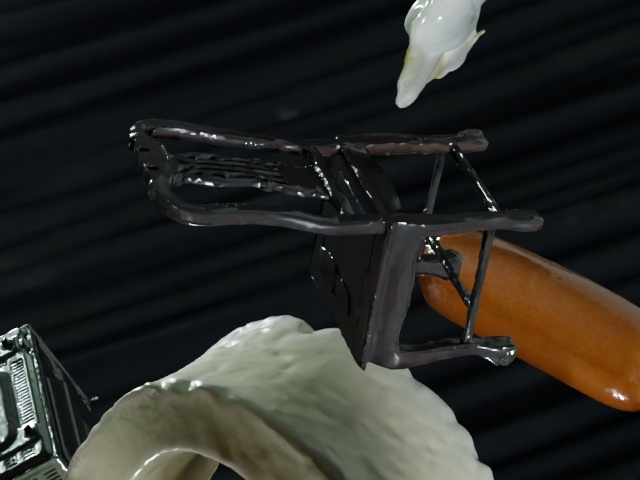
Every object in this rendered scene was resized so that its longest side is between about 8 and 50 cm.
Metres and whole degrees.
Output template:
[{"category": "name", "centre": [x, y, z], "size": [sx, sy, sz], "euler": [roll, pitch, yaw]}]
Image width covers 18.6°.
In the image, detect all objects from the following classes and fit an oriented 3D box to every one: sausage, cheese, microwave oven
[{"category": "sausage", "centre": [0.157, 0.052, 1.364], "size": [0.197, 0.076, 0.076], "euler": [27, 144, 17]}, {"category": "cheese", "centre": [-0.040, 0.233, 1.389], "size": [0.292, 0.153, 0.332], "euler": [44, 127, 12]}, {"category": "microwave oven", "centre": [-0.285, 0.194, 1.755], "size": [0.129, 0.163, 0.205], "euler": [56, -176, -36]}]

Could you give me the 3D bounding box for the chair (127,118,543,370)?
[{"category": "chair", "centre": [0.000, 0.000, 1.111], "size": [0.106, 0.229, 0.113], "euler": [-119, 34, -53]}]

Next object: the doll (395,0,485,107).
[{"category": "doll", "centre": [0.126, -0.273, 1.350], "size": [0.161, 0.348, 0.423], "euler": [38, 177, 27]}]
